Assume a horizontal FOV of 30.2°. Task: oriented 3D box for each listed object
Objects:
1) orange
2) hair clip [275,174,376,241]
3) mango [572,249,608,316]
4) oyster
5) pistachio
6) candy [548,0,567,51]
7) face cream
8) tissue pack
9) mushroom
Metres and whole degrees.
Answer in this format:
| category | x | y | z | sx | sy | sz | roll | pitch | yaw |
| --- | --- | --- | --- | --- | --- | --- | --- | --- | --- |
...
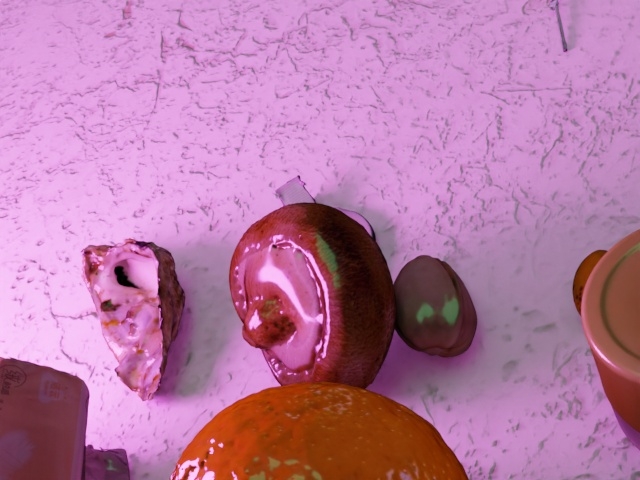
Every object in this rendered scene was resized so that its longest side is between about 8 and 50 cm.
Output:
| category | x | y | z | sx | sy | sz | roll | pitch | yaw |
| --- | --- | --- | --- | --- | --- | --- | --- | --- | --- |
| orange | 0.008 | 0.305 | 1.189 | 0.293 | 0.340 | 0.341 | -22 | 36 | -37 |
| hair clip | 0.000 | 0.000 | 1.642 | 0.140 | 0.054 | 0.220 | -30 | 48 | -5 |
| mango | 0.339 | 0.057 | 1.414 | 0.079 | 0.057 | 0.114 | -19 | 43 | 21 |
| oyster | -0.256 | 0.108 | 1.667 | 0.166 | 0.094 | 0.294 | -33 | 52 | 24 |
| pistachio | 0.137 | 0.081 | 1.460 | 0.113 | 0.113 | 0.149 | -21 | 47 | 10 |
| candy | 0.352 | -0.351 | 1.775 | 0.055 | 0.049 | 0.184 | -36 | 43 | 39 |
| face cream | 0.399 | 0.109 | 1.251 | 0.218 | 0.179 | 0.218 | -14 | 48 | 16 |
| tissue pack | -0.334 | 0.328 | 1.411 | 0.239 | 0.238 | 0.305 | -21 | 36 | 10 |
| mushroom | -0.008 | 0.074 | 1.457 | 0.153 | 0.253 | 0.253 | -14 | 32 | -40 |
